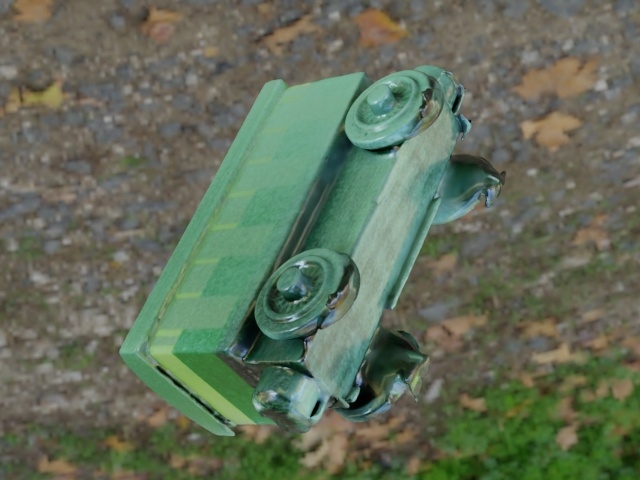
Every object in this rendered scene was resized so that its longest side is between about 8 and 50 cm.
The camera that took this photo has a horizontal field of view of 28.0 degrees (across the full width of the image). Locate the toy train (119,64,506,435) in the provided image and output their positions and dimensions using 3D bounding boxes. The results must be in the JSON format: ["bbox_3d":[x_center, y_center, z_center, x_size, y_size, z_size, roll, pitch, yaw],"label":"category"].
[{"bbox_3d":[0.000,0.000,0.905,0.202,0.300,0.120,-5,139,44],"label":"toy train"}]
